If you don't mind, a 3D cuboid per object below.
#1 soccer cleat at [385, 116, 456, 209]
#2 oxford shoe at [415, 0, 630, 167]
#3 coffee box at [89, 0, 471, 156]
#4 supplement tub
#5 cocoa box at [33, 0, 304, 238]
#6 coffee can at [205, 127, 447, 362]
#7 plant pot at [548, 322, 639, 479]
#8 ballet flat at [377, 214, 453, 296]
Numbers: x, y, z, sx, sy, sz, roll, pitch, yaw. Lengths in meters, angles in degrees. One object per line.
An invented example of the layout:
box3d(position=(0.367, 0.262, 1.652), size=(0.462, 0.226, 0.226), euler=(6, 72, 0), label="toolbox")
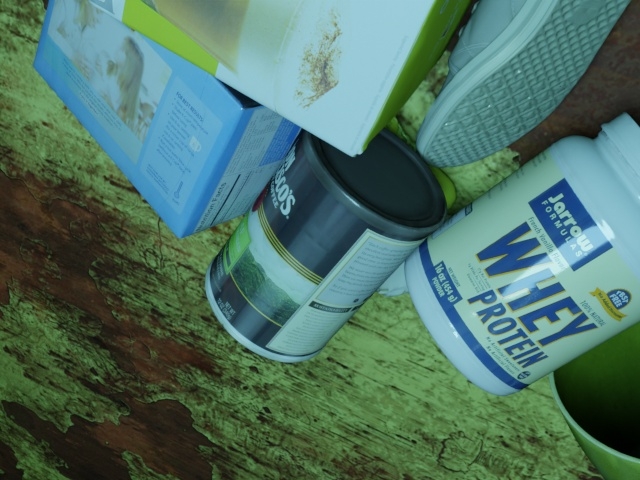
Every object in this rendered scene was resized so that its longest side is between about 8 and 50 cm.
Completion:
box3d(position=(0.080, -0.146, 1.018), size=(0.289, 0.093, 0.121), euler=(36, 127, 2), label="soccer cleat")
box3d(position=(0.242, -0.258, 0.851), size=(0.130, 0.169, 0.449), euler=(67, 147, 30), label="oxford shoe")
box3d(position=(0.021, -0.359, 0.750), size=(0.334, 0.338, 0.338), euler=(31, 130, 5), label="coffee box")
box3d(position=(0.294, 0.019, 0.894), size=(0.325, 0.235, 0.235), euler=(-38, 99, 22), label="supplement tub")
box3d(position=(-0.172, -0.220, 0.953), size=(0.347, 0.228, 0.231), euler=(47, 131, 15), label="cocoa box")
box3d(position=(0.000, 0.000, 0.932), size=(0.201, 0.201, 0.275), euler=(39, 124, 0), label="coffee can")
box3d(position=(0.476, 0.258, 0.996), size=(0.274, 0.275, 0.294), euler=(-1, 136, 27), label="plant pot")
box3d(position=(0.068, 0.026, 1.111), size=(0.400, 0.139, 0.139), euler=(8, 123, 22), label="ballet flat")
